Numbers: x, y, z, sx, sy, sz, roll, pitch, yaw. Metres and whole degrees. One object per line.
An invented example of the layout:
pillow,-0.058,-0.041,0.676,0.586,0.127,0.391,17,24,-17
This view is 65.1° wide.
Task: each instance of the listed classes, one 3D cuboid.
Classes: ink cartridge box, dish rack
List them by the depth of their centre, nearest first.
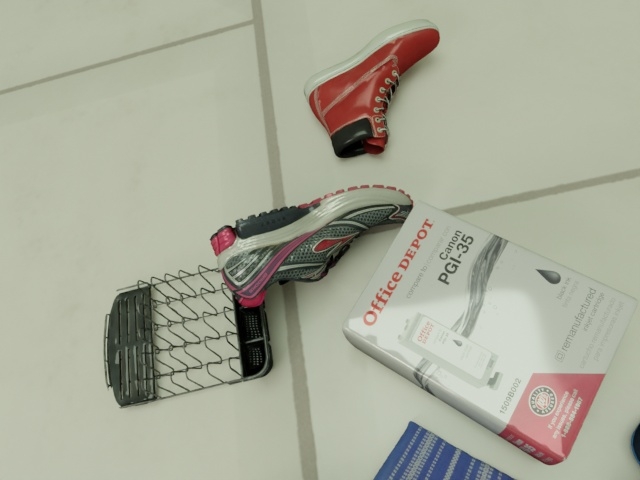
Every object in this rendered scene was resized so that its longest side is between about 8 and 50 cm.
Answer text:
ink cartridge box,0.197,0.107,0.633,0.282,0.117,0.207,28,77,21
dish rack,-0.205,0.129,0.742,0.271,0.074,0.209,-15,65,7

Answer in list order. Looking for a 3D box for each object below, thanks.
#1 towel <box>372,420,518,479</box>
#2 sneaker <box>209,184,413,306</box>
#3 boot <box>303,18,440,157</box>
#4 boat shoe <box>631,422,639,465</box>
towel,0.203,0.313,0.489,0.335,0.243,0.040,23,109,23
sneaker,0.000,0.000,0.714,0.299,0.121,0.112,-19,87,-17
boot,0.111,-0.238,0.818,0.244,0.088,0.176,-30,65,9
boat shoe,0.476,0.189,0.551,0.258,0.089,0.109,-25,65,2
